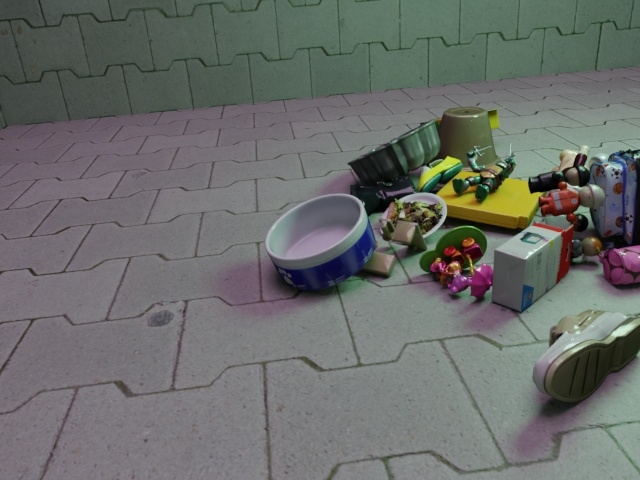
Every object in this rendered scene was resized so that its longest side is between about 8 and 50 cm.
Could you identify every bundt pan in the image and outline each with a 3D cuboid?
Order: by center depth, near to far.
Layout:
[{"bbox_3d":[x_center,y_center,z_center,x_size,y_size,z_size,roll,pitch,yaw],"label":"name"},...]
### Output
[{"bbox_3d":[0.264,-0.284,1.949,0.330,0.124,0.331,-26,6,3],"label":"bundt pan"}]

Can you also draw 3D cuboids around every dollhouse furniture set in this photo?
[{"bbox_3d":[0.178,0.040,1.494,0.144,0.123,0.151,11,64,30],"label":"dollhouse furniture set"}]

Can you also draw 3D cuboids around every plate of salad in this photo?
[{"bbox_3d":[0.259,-0.073,1.623,0.199,0.048,0.200,-18,40,16],"label":"plate of salad"}]

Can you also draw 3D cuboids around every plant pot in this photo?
[{"bbox_3d":[0.506,-0.344,2.014,0.262,0.230,0.263,-4,24,2],"label":"plant pot"}]

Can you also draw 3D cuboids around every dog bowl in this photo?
[{"bbox_3d":[0.000,0.000,1.427,0.264,0.104,0.265,-17,33,12],"label":"dog bowl"}]

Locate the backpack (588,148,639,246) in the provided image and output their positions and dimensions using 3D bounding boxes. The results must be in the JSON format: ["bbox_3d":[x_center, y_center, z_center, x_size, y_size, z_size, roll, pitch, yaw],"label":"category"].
[{"bbox_3d":[0.811,-0.117,1.480,0.213,0.277,0.263,5,15,20],"label":"backpack"}]

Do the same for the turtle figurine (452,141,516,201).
[{"bbox_3d":[0.506,-0.205,1.707,0.175,0.118,0.234,6,38,49],"label":"turtle figurine"}]

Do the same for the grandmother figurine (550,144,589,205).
[{"bbox_3d":[0.726,-0.176,1.660,0.103,0.208,0.342,17,29,15],"label":"grandmother figurine"}]

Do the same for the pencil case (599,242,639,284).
[{"bbox_3d":[0.763,0.044,1.318,0.209,0.095,0.098,-5,10,-5],"label":"pencil case"}]

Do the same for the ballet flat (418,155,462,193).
[{"bbox_3d":[0.372,-0.218,1.867,0.231,0.077,0.077,-31,62,-34],"label":"ballet flat"}]

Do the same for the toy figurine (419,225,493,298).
[{"bbox_3d":[0.329,0.071,1.329,0.173,0.130,0.159,-24,33,10],"label":"toy figurine"}]

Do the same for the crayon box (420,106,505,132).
[{"bbox_3d":[0.588,-0.483,2.374,0.203,0.083,0.323,-15,11,-21],"label":"crayon box"}]

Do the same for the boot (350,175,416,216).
[{"bbox_3d":[0.197,-0.132,1.770,0.207,0.094,0.246,-6,19,5],"label":"boot"}]

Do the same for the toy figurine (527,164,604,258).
[{"bbox_3d":[0.620,-0.067,1.430,0.148,0.210,0.213,-11,23,13],"label":"toy figurine"}]

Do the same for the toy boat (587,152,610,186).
[{"bbox_3d":[0.952,-0.172,1.668,0.318,0.148,0.267,8,28,25],"label":"toy boat"}]

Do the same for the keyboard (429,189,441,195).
[{"bbox_3d":[0.406,-0.124,1.806,0.108,0.023,0.180,-8,24,-19],"label":"keyboard"}]

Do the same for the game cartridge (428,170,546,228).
[{"bbox_3d":[0.513,-0.127,1.734,0.285,0.053,0.323,13,30,27],"label":"game cartridge"}]

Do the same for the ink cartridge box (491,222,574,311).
[{"bbox_3d":[0.485,0.049,1.297,0.231,0.134,0.078,-25,32,-38],"label":"ink cartridge box"}]

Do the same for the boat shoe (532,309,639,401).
[{"bbox_3d":[0.464,0.199,1.028,0.302,0.113,0.103,-10,22,-36],"label":"boat shoe"}]
